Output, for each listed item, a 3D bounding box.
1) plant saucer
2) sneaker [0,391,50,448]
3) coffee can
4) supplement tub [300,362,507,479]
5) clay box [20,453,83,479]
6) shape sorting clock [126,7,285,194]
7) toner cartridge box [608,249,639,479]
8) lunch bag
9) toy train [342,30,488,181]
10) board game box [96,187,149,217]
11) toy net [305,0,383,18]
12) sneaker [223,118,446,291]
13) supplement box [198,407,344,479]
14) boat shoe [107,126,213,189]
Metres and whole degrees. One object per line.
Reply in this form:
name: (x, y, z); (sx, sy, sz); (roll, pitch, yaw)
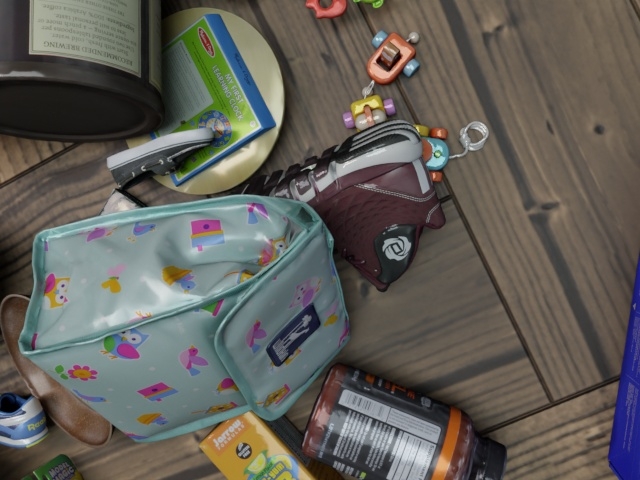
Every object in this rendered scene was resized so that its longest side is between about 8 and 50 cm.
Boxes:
plant saucer: (-0.287, 0.141, 0.701); (0.199, 0.036, 0.198); (19, 125, 30)
sneaker: (-0.396, 0.208, 0.747); (0.144, 0.053, 0.059); (1, 106, 6)
coffee can: (-0.259, -0.256, 0.620); (0.202, 0.201, 0.275); (-3, 83, 9)
supplement tub: (0.087, 0.209, 0.647); (0.198, 0.106, 0.106); (21, 95, 7)
clay box: (-0.289, 0.368, 0.703); (0.053, 0.127, 0.222); (-29, 87, 9)
shape sorting clock: (-0.135, -0.155, 0.700); (0.206, 0.040, 0.206); (2, 97, 21)
toner cartridge box: (0.348, 0.075, 0.569); (0.075, 0.165, 0.347); (7, 94, 8)
lunch bag: (-0.103, 0.073, 0.597); (0.262, 0.223, 0.160); (-14, 52, 2)
toy train: (0.094, -0.141, 0.661); (0.125, 0.046, 0.166); (-43, 85, 9)
board game box: (-0.237, 0.049, 0.733); (0.126, 0.026, 0.186); (34, 97, 6)
toy net: (-0.036, -0.295, 0.680); (0.232, 0.045, 0.122); (-4, 93, 11)
sneaker: (0.000, 0.000, 0.658); (0.281, 0.106, 0.162); (-21, 112, 25)
supplement box: (-0.024, 0.277, 0.681); (0.078, 0.080, 0.233); (-45, 82, 6)
boat shoe: (-0.171, -0.089, 0.677); (0.142, 0.049, 0.040); (-12, 97, 28)
